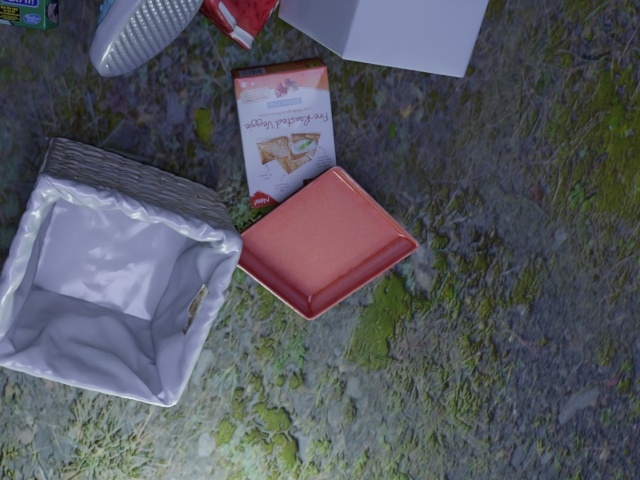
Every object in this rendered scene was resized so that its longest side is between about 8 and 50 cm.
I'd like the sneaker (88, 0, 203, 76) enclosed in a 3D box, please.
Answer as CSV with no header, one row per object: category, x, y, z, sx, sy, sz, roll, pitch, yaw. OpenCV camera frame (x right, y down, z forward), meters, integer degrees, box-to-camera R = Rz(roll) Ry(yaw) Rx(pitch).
sneaker,-0.233,-0.401,1.384,0.366,0.150,0.135,-52,157,23

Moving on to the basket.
basket,-0.337,0.044,1.627,0.331,0.266,0.328,18,109,-17

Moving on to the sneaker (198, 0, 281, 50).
sneaker,-0.123,-0.383,1.531,0.087,0.221,0.128,37,92,7

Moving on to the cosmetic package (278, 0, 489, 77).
cosmetic package,0.092,-0.356,1.524,0.224,0.225,0.138,3,114,-31

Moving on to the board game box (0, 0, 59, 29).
board game box,-0.532,-0.433,1.439,0.317,0.046,0.213,10,113,10

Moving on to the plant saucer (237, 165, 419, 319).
plant saucer,0.000,0.000,1.748,0.258,0.047,0.259,-35,129,17

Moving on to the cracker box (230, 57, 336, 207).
cracker box,-0.058,-0.180,1.691,0.156,0.067,0.232,-10,116,-6
